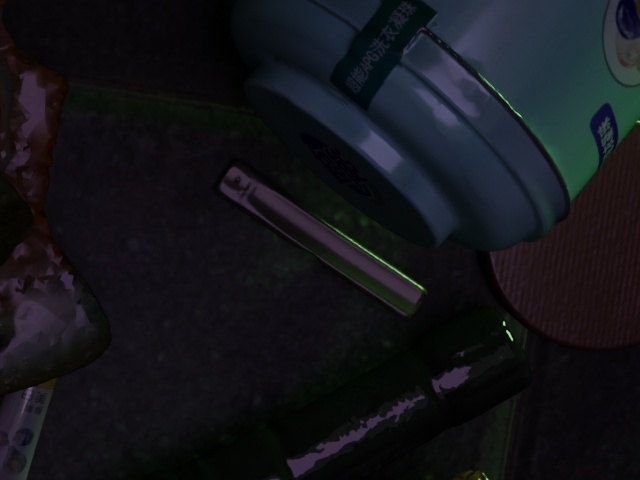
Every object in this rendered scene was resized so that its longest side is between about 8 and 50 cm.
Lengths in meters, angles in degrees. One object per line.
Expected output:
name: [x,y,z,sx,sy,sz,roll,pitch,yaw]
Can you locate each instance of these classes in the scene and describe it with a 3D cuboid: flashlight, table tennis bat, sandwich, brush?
flashlight: [-0.022,0.170,1.134,0.424,0.103,0.103,-28,106,-15]
table tennis bat: [0.277,-0.002,1.248,0.310,0.038,0.200,6,96,-20]
sandwich: [-0.246,-0.037,0.970,0.251,0.162,0.301,2,89,-27]
brush: [0.000,0.000,1.158,0.190,0.027,0.034,34,82,-13]

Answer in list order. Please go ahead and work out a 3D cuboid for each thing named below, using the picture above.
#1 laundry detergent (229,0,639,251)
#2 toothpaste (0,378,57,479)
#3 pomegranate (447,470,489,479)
laundry detergent: [0.109,-0.165,1.032,0.287,0.287,0.305,43,82,-20]
toothpaste: [-0.224,0.134,1.092,0.048,0.031,0.190,18,94,-27]
pomegranate: [0.086,0.287,1.140,0.209,0.209,0.209,-3,99,-19]
